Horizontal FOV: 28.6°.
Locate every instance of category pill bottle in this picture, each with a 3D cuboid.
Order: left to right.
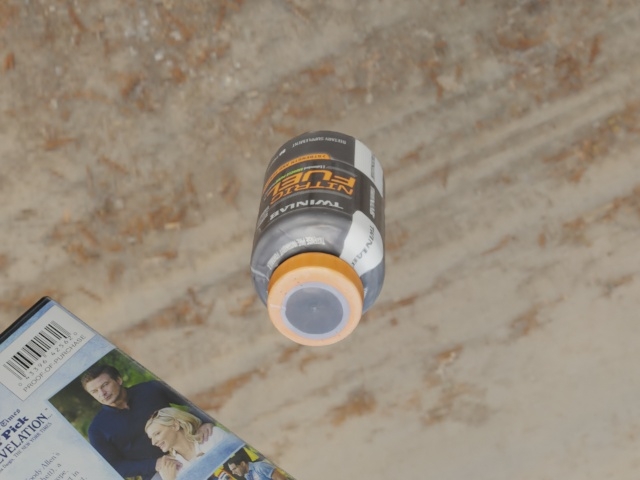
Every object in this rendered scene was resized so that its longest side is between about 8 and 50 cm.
[{"bbox_3d":[0.000,0.000,1.231,0.130,0.246,0.131,1,121,2],"label":"pill bottle"}]

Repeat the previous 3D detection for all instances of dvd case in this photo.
[{"bbox_3d":[-0.111,0.146,0.574,0.180,0.253,0.022,-44,147,-23],"label":"dvd case"}]
